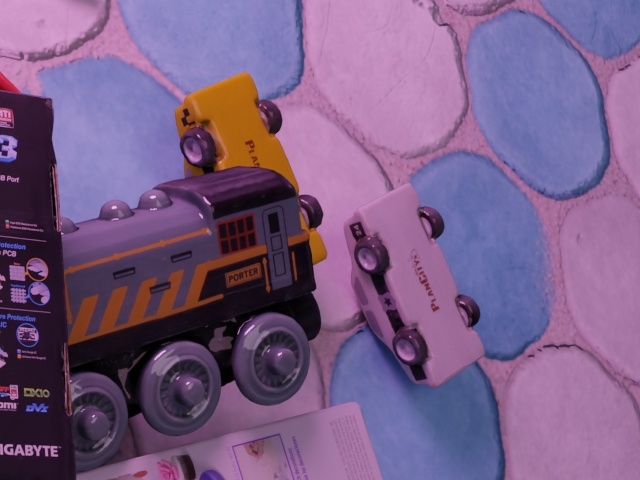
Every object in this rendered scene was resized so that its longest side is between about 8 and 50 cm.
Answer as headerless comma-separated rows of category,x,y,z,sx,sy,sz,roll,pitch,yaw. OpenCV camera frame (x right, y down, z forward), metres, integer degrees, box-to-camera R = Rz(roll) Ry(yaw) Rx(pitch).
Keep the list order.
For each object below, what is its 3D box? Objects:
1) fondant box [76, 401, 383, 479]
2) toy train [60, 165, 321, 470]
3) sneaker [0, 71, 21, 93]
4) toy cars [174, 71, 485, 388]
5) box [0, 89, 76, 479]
fondant box,-0.080,0.284,1.393,0.330,0.096,0.238,-10,78,-41
toy train,-0.145,0.057,1.369,0.334,0.142,0.190,-16,105,-34
sneaker,-0.263,-0.058,1.366,0.107,0.118,0.279,-43,111,-43
toy cars,0.000,0.000,1.600,0.394,0.087,0.176,33,59,-29
box,-0.313,0.028,1.142,0.295,0.073,0.293,6,66,-36
